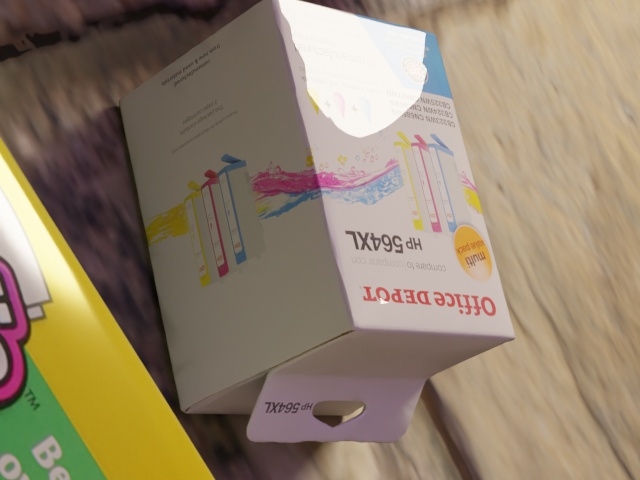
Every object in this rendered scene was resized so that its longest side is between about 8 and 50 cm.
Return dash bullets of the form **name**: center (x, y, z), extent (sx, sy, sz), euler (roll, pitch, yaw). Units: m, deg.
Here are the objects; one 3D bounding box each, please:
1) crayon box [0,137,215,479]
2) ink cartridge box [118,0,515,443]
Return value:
- **crayon box**: center (-0.168, 0.090, 0.359), extent (0.363, 0.106, 0.313), euler (59, 38, -4)
- **ink cartridge box**: center (0.000, 0.000, 0.605), extent (0.092, 0.090, 0.143), euler (5, 64, -46)
